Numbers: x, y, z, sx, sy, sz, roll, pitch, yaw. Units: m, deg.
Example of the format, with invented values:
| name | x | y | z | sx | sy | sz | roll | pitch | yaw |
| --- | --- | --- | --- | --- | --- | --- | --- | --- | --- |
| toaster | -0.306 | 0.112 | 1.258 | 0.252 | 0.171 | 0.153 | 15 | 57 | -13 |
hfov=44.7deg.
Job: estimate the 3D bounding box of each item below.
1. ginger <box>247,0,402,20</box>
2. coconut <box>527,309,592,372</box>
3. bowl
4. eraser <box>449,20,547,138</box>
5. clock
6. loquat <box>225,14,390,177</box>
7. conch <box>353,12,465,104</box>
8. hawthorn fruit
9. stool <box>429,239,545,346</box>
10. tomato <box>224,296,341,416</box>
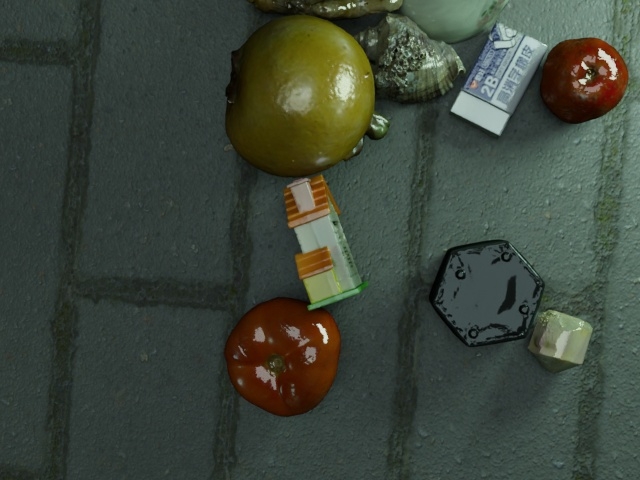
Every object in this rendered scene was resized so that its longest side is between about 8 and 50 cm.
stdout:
| name | x | y | z | sx | sy | sz | roll | pitch | yaw |
| --- | --- | --- | --- | --- | --- | --- | --- | --- | --- |
| ginger | -0.006 | -0.493 | 1.623 | 0.332 | 0.166 | 0.080 | 19 | 126 | 29 |
| coconut | 0.491 | 0.213 | 1.606 | 0.116 | 0.116 | 0.122 | 18 | 88 | 7 |
| bowl | 0.264 | -0.562 | 1.615 | 0.276 | 0.145 | 0.277 | 0 | 89 | 9 |
| eraser | 0.373 | -0.336 | 1.639 | 0.124 | 0.068 | 0.210 | 28 | 95 | 5 |
| clock | 0.000 | 0.000 | 1.611 | 0.106 | 0.220 | 0.256 | -21 | 87 | 8 |
| loquat | -0.021 | -0.278 | 1.567 | 0.359 | 0.328 | 0.329 | 17 | 93 | -17 |
| conch | 0.180 | -0.371 | 1.633 | 0.245 | 0.178 | 0.163 | 17 | 54 | 1 |
| hawthorn fruit | 0.527 | -0.326 | 1.567 | 0.189 | 0.189 | 0.189 | 0 | 91 | 7 |
| stool | 0.340 | 0.108 | 1.608 | 0.232 | 0.141 | 0.232 | 0 | 91 | 8 |
| tomato | -0.074 | 0.236 | 1.637 | 0.259 | 0.180 | 0.260 | 3 | 100 | 14 |
